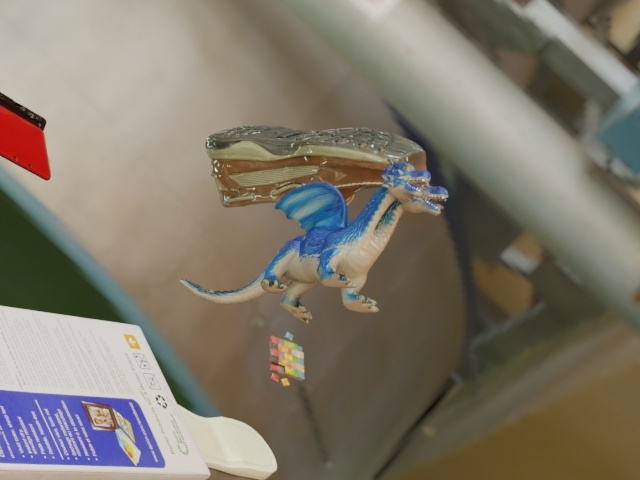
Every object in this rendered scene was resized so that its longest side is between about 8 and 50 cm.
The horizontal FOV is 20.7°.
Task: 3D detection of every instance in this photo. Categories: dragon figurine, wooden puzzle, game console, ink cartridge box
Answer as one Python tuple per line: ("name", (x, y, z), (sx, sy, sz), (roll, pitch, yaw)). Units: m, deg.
("dragon figurine", (0.000, 0.000, 1.783), (0.289, 0.085, 0.144), (-11, 52, 37))
("wooden puzzle", (-0.042, 0.149, 2.207), (0.006, 0.049, 0.083), (-41, 40, 41))
("game console", (-0.425, -0.145, 2.283), (0.144, 0.124, 0.085), (34, -110, -61))
("ink cartridge box", (-0.254, 0.144, 1.547), (0.069, 0.175, 0.371), (-37, -25, 20))

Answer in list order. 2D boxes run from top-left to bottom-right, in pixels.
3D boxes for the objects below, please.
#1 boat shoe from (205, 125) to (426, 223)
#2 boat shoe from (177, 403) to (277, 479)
("boat shoe", (-0.006, -0.082, 2.270), (0.324, 0.119, 0.123), (6, 14, 37))
("boat shoe", (-0.180, 0.255, 2.121), (0.091, 0.305, 0.109), (-43, 50, 19))
